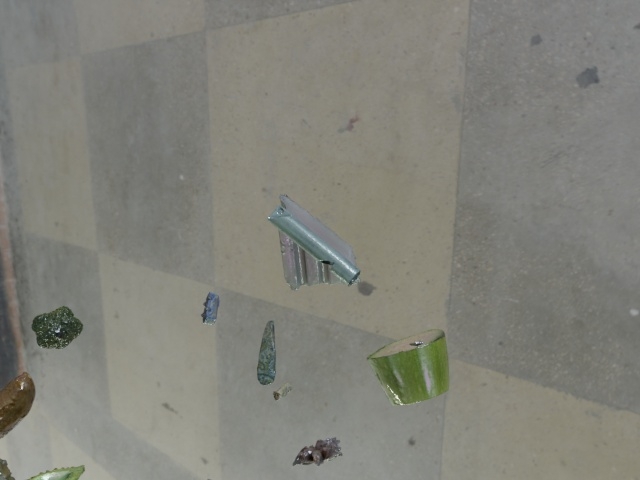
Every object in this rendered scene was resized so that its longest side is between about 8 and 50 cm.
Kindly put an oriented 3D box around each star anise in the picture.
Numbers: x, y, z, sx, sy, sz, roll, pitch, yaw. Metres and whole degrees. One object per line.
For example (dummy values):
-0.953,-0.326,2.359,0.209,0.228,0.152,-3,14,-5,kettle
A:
-0.014,0.753,1.736,0.182,0.195,0.065,-19,89,-4,star anise

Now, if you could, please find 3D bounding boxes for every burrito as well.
-0.151,0.620,2.011,0.041,0.185,0.045,-16,84,12,burrito

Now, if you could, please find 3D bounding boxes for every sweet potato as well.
-0.650,0.356,0.821,0.092,0.341,0.114,46,136,10,sweet potato

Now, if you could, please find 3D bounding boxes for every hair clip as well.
-0.183,0.386,1.701,0.066,0.036,0.229,-4,65,13,hair clip

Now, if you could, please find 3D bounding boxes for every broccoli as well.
-0.936,0.314,1.748,0.138,0.162,0.145,14,113,55,broccoli

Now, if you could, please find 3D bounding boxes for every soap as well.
0.000,0.000,1.623,0.258,0.159,0.302,-2,125,6,soap

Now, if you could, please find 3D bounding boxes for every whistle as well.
-0.021,0.013,1.395,0.312,0.062,0.062,39,122,12,whistle

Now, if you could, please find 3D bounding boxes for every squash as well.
0.185,0.257,0.989,0.170,0.170,0.122,-26,74,40,squash

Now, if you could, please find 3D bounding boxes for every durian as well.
-0.777,0.765,1.334,0.198,0.394,0.163,-12,94,-2,durian

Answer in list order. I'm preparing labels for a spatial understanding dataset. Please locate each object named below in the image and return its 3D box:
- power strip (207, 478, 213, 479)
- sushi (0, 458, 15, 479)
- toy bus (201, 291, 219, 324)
-0.335,0.801,1.549,0.213,0.064,0.198,-22,121,39,power strip
-0.445,0.295,0.601,0.226,0.103,0.097,34,132,28,sushi
-0.461,0.286,2.056,0.051,0.061,0.153,-54,23,28,toy bus
